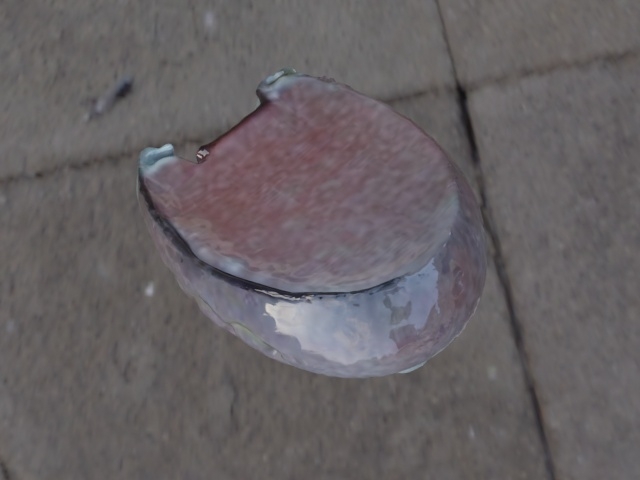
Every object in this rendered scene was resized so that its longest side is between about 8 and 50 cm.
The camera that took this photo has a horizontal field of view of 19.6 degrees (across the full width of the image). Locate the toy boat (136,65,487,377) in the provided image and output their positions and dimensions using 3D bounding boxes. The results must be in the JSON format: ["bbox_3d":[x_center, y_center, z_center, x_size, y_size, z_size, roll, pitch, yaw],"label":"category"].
[{"bbox_3d":[0.000,0.000,0.986,0.155,0.227,0.085,-32,130,-18],"label":"toy boat"}]
